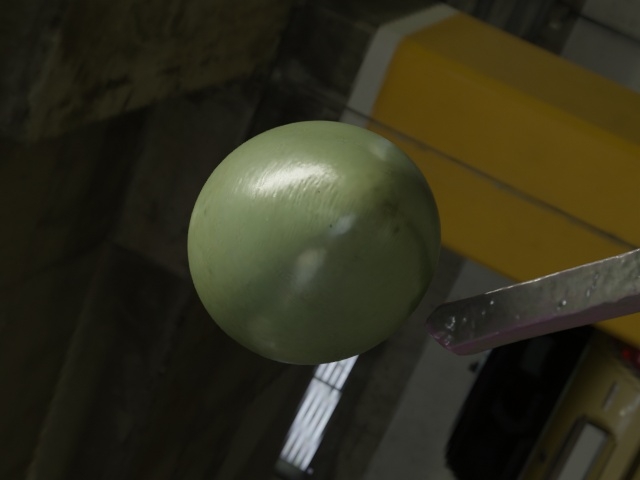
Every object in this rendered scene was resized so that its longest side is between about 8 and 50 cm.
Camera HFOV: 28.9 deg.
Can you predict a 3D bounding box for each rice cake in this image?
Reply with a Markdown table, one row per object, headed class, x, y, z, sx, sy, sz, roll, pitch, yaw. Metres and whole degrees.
| class | x | y | z | sx | sy | sz | roll | pitch | yaw |
| --- | --- | --- | --- | --- | --- | --- | --- | --- | --- |
| rice cake | 0.265 | 0.041 | 1.108 | 0.073 | 0.365 | 0.056 | 18 | -122 | -62 |

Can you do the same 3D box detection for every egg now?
| class | x | y | z | sx | sy | sz | roll | pitch | yaw |
| --- | --- | --- | --- | --- | --- | --- | --- | --- | --- |
| egg | 0.000 | 0.000 | 1.102 | 0.218 | 0.218 | 0.295 | -58 | 15 | -20 |
